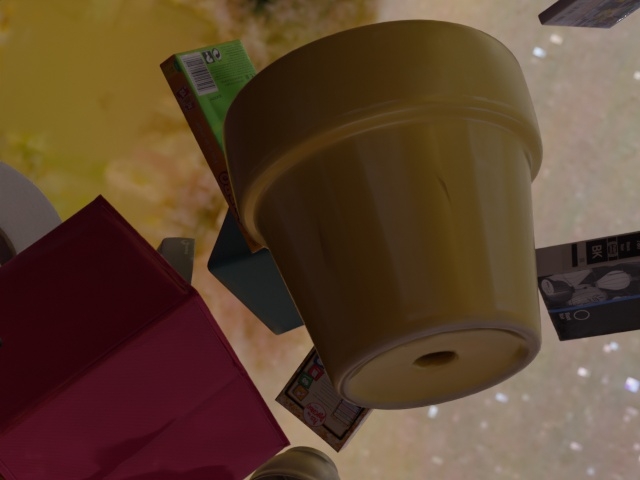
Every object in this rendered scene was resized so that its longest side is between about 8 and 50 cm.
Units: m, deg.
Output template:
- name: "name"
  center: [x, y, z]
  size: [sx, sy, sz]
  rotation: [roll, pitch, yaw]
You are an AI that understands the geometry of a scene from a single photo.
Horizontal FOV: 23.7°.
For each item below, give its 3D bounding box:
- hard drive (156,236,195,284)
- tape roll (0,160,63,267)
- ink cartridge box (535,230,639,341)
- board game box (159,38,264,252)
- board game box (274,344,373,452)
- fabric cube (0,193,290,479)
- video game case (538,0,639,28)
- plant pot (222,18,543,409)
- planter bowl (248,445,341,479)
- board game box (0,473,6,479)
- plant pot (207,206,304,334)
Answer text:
- name: "hard drive"
  center: [-0.240, 0.117, 2.144]
  size: [0.172, 0.054, 0.254]
  rotation: [-53, -159, 32]
- name: "tape roll"
  center: [-0.560, 0.056, 2.282]
  size: [0.072, 0.392, 0.392]
  rotation: [-8, -122, 59]
- name: "ink cartridge box"
  center: [0.491, 0.055, 2.230]
  size: [0.165, 0.333, 0.065]
  rotation: [61, 25, -43]
- name: "board game box"
  center: [-0.080, -0.100, 1.735]
  size: [0.039, 0.259, 0.124]
  rotation: [-31, 176, 37]
- name: "board game box"
  center: [0.034, 0.242, 2.613]
  size: [0.193, 0.147, 0.045]
  rotation: [-54, 168, 17]
- name: "fabric cube"
  center: [-0.235, 0.157, 1.623]
  size: [0.258, 0.259, 0.254]
  rotation: [-36, -141, -11]
- name: "video game case"
  center: [0.467, -0.392, 2.382]
  size: [0.201, 0.183, 0.023]
  rotation: [-35, -111, 42]
- name: "plant pot"
  center: [0.065, -0.006, 1.204]
  size: [0.254, 0.254, 0.239]
  rotation: [126, -42, -55]
- name: "planter bowl"
  center: [-0.031, 0.380, 2.302]
  size: [0.162, 0.162, 0.109]
  rotation: [-61, -179, 36]
- name: "board game box"
  center: [-0.375, 0.327, 1.912]
  size: [0.233, 0.347, 0.078]
  rotation: [-35, 164, -13]
- name: "plant pot"
  center: [0.000, 0.000, 2.120]
  size: [0.234, 0.166, 0.165]
  rotation: [-17, -139, 36]
